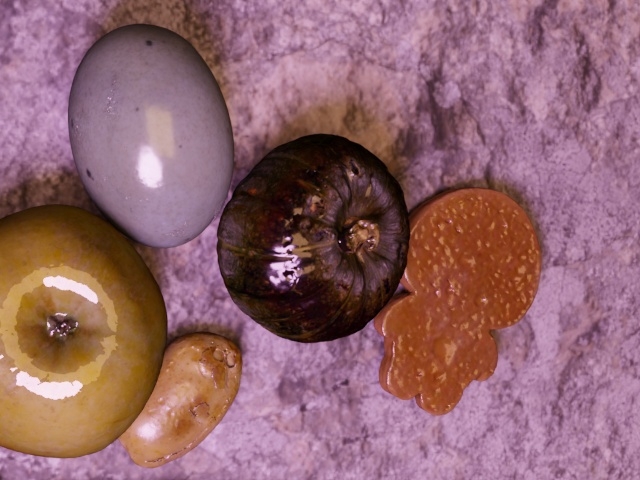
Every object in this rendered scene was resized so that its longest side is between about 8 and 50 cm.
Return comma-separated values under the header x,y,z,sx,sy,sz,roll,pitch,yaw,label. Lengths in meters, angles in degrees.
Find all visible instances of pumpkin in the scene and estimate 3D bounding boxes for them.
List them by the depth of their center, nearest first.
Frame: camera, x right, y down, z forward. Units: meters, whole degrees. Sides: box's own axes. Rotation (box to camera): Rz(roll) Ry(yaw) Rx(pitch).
x,y,z,sx,sy,sz,roll,pitch,yaw,label
0.001,0.001,1.188,0.238,0.159,0.237,-9,104,-39,pumpkin

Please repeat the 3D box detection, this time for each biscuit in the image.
x,y,z,sx,sy,sz,roll,pitch,yaw,label
0.167,0.072,1.335,0.202,0.044,0.288,21,87,-20,biscuit

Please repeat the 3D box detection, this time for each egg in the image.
x,y,z,sx,sy,sz,roll,pitch,yaw,label
-0.177,-0.108,1.128,0.169,0.169,0.236,-15,105,-19,egg

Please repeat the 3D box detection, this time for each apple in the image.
x,y,z,sx,sy,sz,roll,pitch,yaw,label
-0.275,0.095,1.091,0.261,0.194,0.260,1,87,-16,apple

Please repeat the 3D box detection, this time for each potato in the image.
x,y,z,sx,sy,sz,roll,pitch,yaw,label
-0.157,0.175,1.202,0.170,0.080,0.107,-42,94,-12,potato
